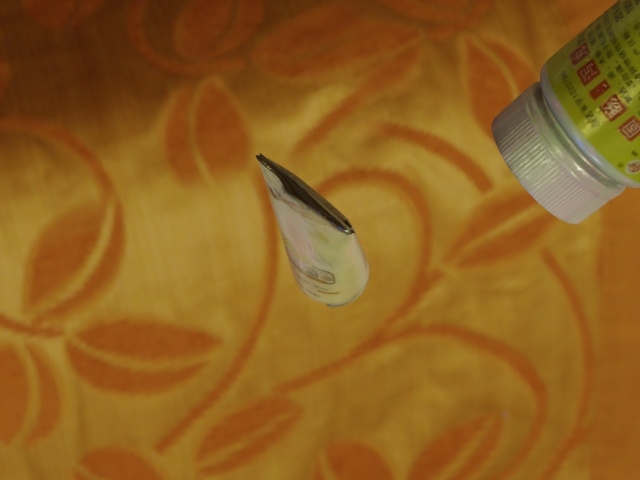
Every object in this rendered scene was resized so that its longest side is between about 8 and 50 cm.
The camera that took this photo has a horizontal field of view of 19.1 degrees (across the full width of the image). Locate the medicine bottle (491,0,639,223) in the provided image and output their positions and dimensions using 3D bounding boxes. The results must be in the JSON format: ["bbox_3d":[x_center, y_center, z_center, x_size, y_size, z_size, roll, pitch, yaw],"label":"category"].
[{"bbox_3d":[0.269,-0.127,1.629,0.139,0.139,0.225,32,120,-33],"label":"medicine bottle"}]

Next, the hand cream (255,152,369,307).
[{"bbox_3d":[0.000,0.000,0.947,0.039,0.061,0.143,-45,163,-7],"label":"hand cream"}]
